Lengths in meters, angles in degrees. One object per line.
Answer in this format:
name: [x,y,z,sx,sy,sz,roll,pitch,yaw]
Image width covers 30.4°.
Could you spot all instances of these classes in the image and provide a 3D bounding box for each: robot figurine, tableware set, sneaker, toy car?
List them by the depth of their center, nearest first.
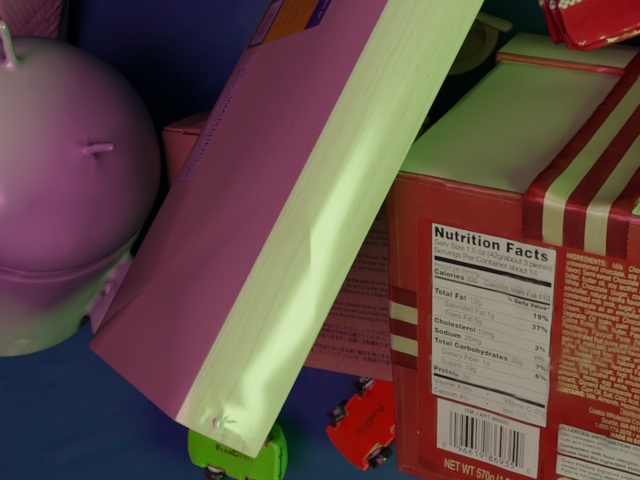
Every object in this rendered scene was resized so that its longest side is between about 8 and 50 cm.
tableware set: [0.050,-0.129,0.853,0.168,0.020,0.141,-48,49,-4]
robot figurine: [-0.249,-0.031,0.977,0.300,0.199,0.353,37,145,-1]
toy car: [-0.012,0.193,1.028,0.225,0.053,0.239,13,109,27]
sneaker: [-0.273,-0.175,1.069,0.086,0.085,0.237,-118,36,-49]

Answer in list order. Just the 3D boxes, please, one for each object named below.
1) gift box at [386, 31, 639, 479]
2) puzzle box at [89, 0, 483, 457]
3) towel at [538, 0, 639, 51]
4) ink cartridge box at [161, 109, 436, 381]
gift box: [0.186,0.030,0.752,0.255,0.258,0.276,17,127,24]
puzzle box: [-0.007,-0.086,0.732,0.052,0.272,0.409,29,84,-18]
towel: [0.204,-0.274,0.736,0.199,0.031,0.274,-17,94,5]
ink cartridge box: [0.000,0.000,0.939,0.235,0.088,0.193,7,111,28]
